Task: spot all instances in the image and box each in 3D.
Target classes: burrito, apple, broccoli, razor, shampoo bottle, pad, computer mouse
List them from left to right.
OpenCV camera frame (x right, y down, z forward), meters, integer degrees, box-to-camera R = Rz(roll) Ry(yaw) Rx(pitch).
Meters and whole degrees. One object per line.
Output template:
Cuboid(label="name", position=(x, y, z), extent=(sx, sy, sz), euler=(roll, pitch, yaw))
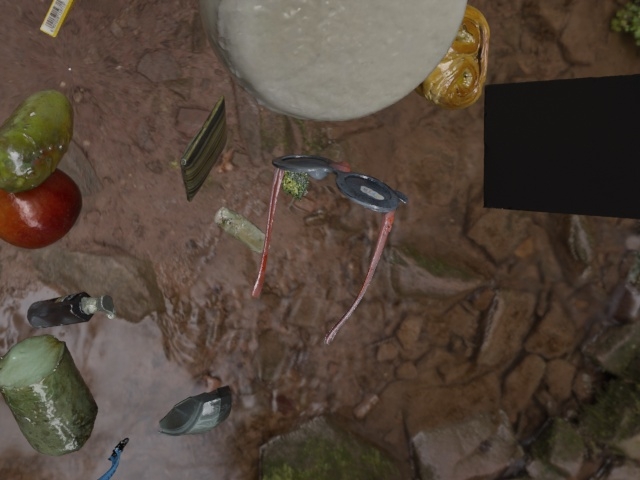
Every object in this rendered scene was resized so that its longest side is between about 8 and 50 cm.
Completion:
Cuboid(label="apple", position=(-0.704, -0.088, 1.502), extent=(0.218, 0.218, 0.201), euler=(-42, 132, -7))
Cuboid(label="shampoo bottle", position=(-0.497, 0.141, 1.236), extent=(0.063, 0.208, 0.057), euler=(59, 34, -34))
Cuboid(label="razor", position=(-0.481, 0.512, 1.278), extent=(0.042, 0.253, 0.082), euler=(39, 115, 4))
Cuboid(label="computer mouse", position=(-0.255, 0.374, 1.296), extent=(0.126, 0.231, 0.071), euler=(-10, 66, -41))
Cuboid(label="burrito", position=(-0.182, -0.020, 1.457), extent=(0.058, 0.045, 0.188), euler=(-28, 141, 21))
Cuboid(label="broccoli", position=(-0.075, -0.151, 1.527), extent=(0.097, 0.095, 0.092), euler=(31, 126, -14))
Cuboid(label="pad", position=(0.457, -0.170, 1.116), extent=(0.007, 0.368, 0.247), euler=(-8, 101, -44))

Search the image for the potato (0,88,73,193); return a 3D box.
Cuboid(label="potato", position=(-0.639, -0.225, 1.378), extent=(0.176, 0.298, 0.141), euler=(-12, 133, 23))

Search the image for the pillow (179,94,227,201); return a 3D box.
Cuboid(label="pillow", position=(-0.287, -0.224, 1.532), extent=(0.052, 0.212, 0.208), euler=(23, 67, 3))

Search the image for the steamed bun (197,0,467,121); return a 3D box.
Cuboid(label="steamed bun", position=(0.007, -0.274, 0.659), extent=(0.283, 0.177, 0.283), euler=(-11, 145, -8))

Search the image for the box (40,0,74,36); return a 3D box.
Cuboid(label="box", position=(-0.531, -0.590, 1.352), extent=(0.043, 0.152, 0.269), euler=(27, 126, -27))

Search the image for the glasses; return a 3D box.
Cuboid(label="glasses", position=(0.000, 0.000, 1.006), extent=(0.118, 0.234, 0.268), euler=(-17, 128, -52))

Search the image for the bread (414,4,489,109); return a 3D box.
Cuboid(label="bread", position=(0.303, -0.421, 1.418), extent=(0.198, 0.120, 0.236), euler=(-11, 110, -39))

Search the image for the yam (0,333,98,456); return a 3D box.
Cuboid(label="yam", position=(-0.721, 0.419, 1.640), extent=(0.195, 0.195, 0.300), euler=(-21, 123, -16))
